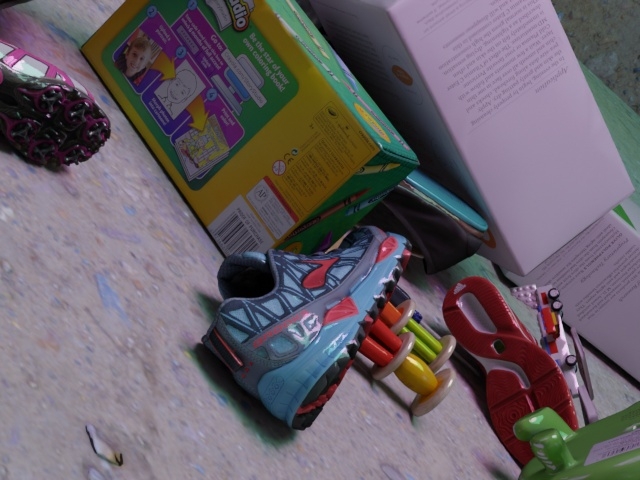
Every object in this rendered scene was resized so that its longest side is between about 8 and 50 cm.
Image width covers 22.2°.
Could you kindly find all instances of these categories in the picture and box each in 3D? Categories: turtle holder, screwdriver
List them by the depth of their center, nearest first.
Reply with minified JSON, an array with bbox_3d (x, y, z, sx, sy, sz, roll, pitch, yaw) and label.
[{"bbox_3d":[0.294,0.236,1.417,0.320,0.243,0.227,155,-85,-76],"label":"turtle holder"},{"bbox_3d":[0.106,0.086,1.595,0.170,0.024,0.025,41,-11,-24],"label":"screwdriver"}]

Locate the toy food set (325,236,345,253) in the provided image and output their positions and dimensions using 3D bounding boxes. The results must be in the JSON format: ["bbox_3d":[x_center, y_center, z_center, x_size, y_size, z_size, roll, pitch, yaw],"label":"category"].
[{"bbox_3d":[0.000,0.000,1.534,0.083,0.020,0.082,31,23,-43],"label":"toy food set"}]

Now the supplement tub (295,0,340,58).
[{"bbox_3d":[0.054,-0.247,1.923,0.316,0.193,0.193,38,19,-26],"label":"supplement tub"}]

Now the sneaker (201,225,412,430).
[{"bbox_3d":[-0.013,0.035,1.263,0.125,0.104,0.262,33,25,1],"label":"sneaker"}]

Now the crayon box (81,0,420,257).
[{"bbox_3d":[-0.064,-0.118,1.398,0.278,0.165,0.081,54,19,22],"label":"crayon box"}]

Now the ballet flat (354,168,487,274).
[{"bbox_3d":[0.046,-0.064,1.657,0.280,0.096,0.095,43,16,-12],"label":"ballet flat"}]

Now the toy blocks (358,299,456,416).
[{"bbox_3d":[0.050,0.073,1.435,0.148,0.054,0.123,43,18,-12],"label":"toy blocks"}]

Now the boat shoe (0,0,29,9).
[{"bbox_3d":[-0.202,-0.234,1.294,0.305,0.109,0.091,-18,81,-37],"label":"boat shoe"}]

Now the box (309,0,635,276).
[{"bbox_3d":[0.158,-0.166,1.754,0.345,0.168,0.215,61,-14,-28],"label":"box"}]

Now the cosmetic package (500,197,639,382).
[{"bbox_3d":[0.376,0.039,2.115,0.365,0.155,0.197,35,18,-31],"label":"cosmetic package"}]

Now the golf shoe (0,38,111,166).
[{"bbox_3d":[-0.226,-0.116,1.176,0.186,0.067,0.086,28,24,-46],"label":"golf shoe"}]

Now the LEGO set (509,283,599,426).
[{"bbox_3d":[0.253,0.155,1.699,0.244,0.060,0.182,-90,166,-71],"label":"LEGO set"}]

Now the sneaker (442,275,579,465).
[{"bbox_3d":[0.210,0.140,1.616,0.128,0.087,0.221,31,31,-57],"label":"sneaker"}]
